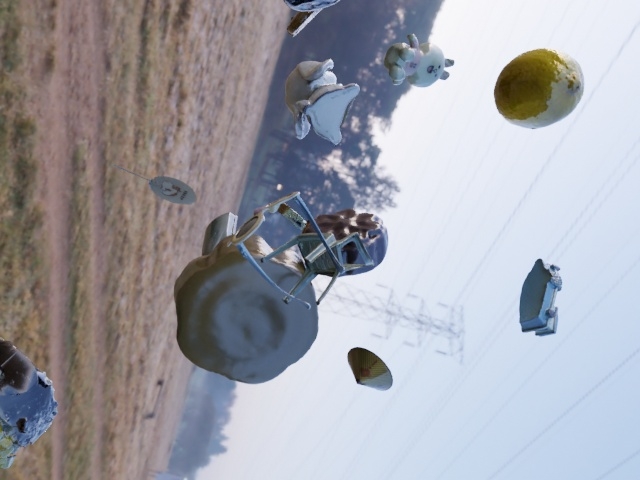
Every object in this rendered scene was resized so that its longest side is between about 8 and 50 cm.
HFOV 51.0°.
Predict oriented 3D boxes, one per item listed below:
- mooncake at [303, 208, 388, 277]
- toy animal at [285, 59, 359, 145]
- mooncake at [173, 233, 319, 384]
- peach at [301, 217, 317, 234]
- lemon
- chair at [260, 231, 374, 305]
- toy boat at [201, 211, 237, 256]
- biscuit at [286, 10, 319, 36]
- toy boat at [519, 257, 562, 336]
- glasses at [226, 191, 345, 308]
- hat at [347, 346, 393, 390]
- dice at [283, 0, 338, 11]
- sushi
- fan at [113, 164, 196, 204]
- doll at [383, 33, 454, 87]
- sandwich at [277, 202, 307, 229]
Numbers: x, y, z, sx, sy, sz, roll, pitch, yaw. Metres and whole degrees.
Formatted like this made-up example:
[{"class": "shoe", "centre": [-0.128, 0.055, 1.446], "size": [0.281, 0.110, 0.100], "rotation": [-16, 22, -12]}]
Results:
[{"class": "mooncake", "centre": [0.083, -0.005, 2.198], "size": [0.283, 0.283, 0.141], "rotation": [-83, 166, -58]}, {"class": "toy animal", "centre": [-0.019, -0.436, 2.104], "size": [0.289, 0.174, 0.249], "rotation": [25, -77, 61]}, {"class": "mooncake", "centre": [-0.238, 0.213, 2.147], "size": [0.262, 0.467, 0.467], "rotation": [-121, -132, -75]}, {"class": "peach", "centre": [0.000, 0.000, 2.700], "size": [0.190, 0.196, 0.226], "rotation": [-28, 178, 19]}, {"class": "lemon", "centre": [0.636, -0.444, 1.964], "size": [0.263, 0.236, 0.236], "rotation": [-12, -131, 33]}, {"class": "chair", "centre": [0.007, 0.064, 1.922], "size": [0.275, 0.203, 0.190], "rotation": [-38, 117, -39]}, {"class": "toy boat", "centre": [-0.361, 0.026, 2.398], "size": [0.141, 0.092, 0.319], "rotation": [-36, -150, 23]}, {"class": "biscuit", "centre": [-0.009, -0.784, 2.203], "size": [0.273, 0.049, 0.257], "rotation": [-42, -169, 5]}, {"class": "toy boat", "centre": [0.585, 0.149, 1.754], "size": [0.109, 0.098, 0.238], "rotation": [-23, -147, 44]}, {"class": "glasses", "centre": [-0.051, 0.009, 1.353], "size": [0.190, 0.220, 0.088], "rotation": [-43, 173, -34]}, {"class": "hat", "centre": [0.149, 0.465, 2.305], "size": [0.082, 0.193, 0.193], "rotation": [-42, 166, -35]}, {"class": "dice", "centre": [-0.033, -0.782, 1.933], "size": [0.182, 0.183, 0.181], "rotation": [19, 62, -70]}, {"class": "sushi", "centre": [-0.924, 0.457, 1.833], "size": [0.329, 0.328, 0.285], "rotation": [-43, -176, 42]}, {"class": "fan", "centre": [-0.618, -0.218, 2.515], "size": [0.191, 0.329, 0.009], "rotation": [-40, -150, 57]}, {"class": "doll", "centre": [0.290, -0.537, 2.020], "size": [0.275, 0.113, 0.154], "rotation": [-9, 124, -45]}, {"class": "sandwich", "centre": [-0.079, -0.068, 2.040], "size": [0.035, 0.105, 0.093], "rotation": [-51, -149, 1]}]
